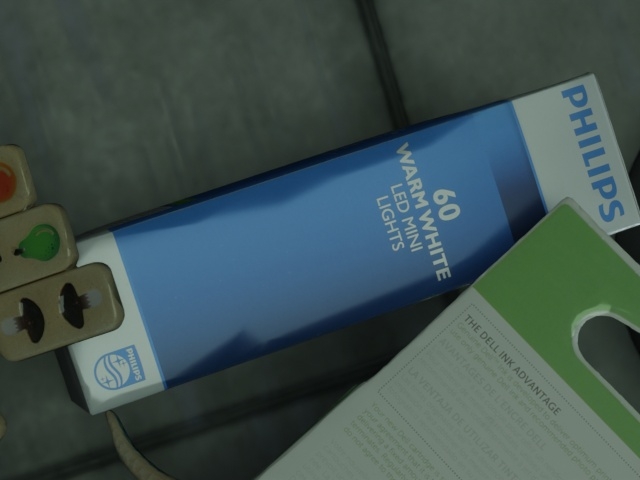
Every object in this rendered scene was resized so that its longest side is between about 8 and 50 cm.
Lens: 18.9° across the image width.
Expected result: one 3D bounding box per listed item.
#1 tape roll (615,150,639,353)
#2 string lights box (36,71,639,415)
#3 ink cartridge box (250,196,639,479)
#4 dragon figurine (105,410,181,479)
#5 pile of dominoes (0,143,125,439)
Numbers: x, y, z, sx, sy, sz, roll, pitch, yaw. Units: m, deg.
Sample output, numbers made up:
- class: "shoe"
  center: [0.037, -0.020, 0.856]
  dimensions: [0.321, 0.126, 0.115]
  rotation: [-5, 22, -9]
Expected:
- class: "tape roll"
  center: [0.265, 0.007, 0.974]
  dimensions: [0.219, 0.072, 0.219]
  rotation: [0, 91, -12]
- class: "string lights box"
  center: [0.000, 0.000, 0.888]
  dimensions: [0.260, 0.133, 0.076]
  rotation: [-19, 92, -11]
- class: "ink cartridge box"
  center: [0.075, 0.122, 0.810]
  dimensions: [0.235, 0.056, 0.171]
  rotation: [-42, 76, -8]
- class: "dragon figurine"
  center: [0.047, 0.128, 0.923]
  dimensions: [0.289, 0.144, 0.085]
  rotation: [4, 92, 8]
- class: "pile of dominoes"
  center: [-0.222, -0.007, 0.814]
  dimensions: [0.196, 0.040, 0.251]
  rotation: [-39, 80, 18]
